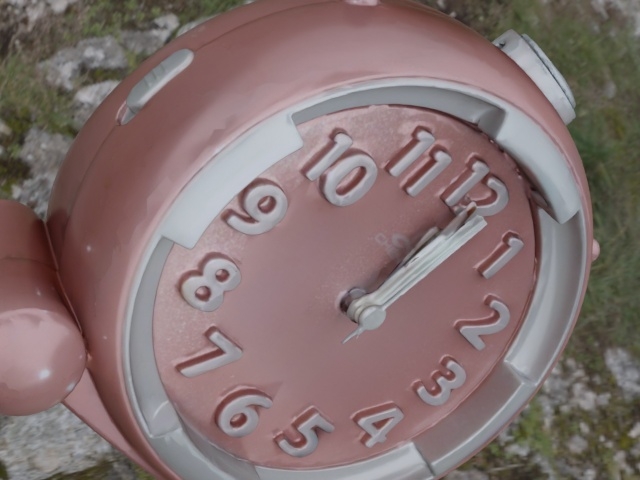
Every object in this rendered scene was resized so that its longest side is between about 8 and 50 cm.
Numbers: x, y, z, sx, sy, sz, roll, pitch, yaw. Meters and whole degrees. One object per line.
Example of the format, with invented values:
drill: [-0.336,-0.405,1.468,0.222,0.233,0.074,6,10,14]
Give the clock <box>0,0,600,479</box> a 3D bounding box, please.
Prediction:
clock: [0.000,0.000,0.452,0.241,0.142,0.227,-41,125,6]
